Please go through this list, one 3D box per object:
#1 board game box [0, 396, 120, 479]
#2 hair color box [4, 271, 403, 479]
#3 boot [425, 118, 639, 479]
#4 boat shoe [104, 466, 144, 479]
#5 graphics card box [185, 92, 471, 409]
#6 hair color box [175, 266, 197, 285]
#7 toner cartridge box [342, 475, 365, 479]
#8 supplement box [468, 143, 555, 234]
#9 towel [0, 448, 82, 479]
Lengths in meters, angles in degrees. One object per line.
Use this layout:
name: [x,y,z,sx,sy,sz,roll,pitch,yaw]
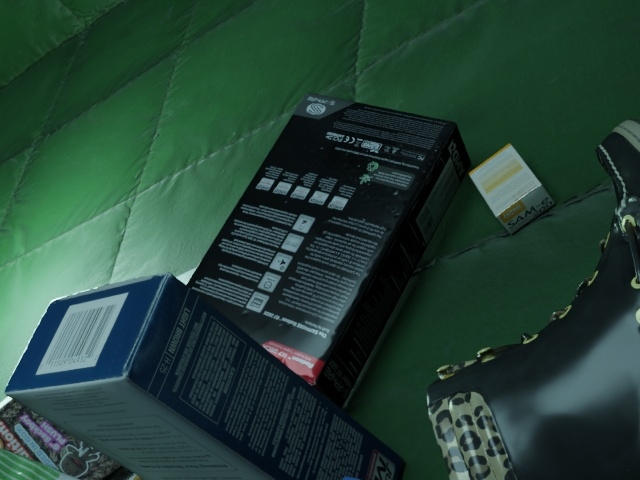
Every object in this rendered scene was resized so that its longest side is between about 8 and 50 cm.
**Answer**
board game box: [-0.294,0.208,1.148,0.291,0.141,0.232,-38,6,12]
hair color box: [-0.095,0.176,0.858,0.174,0.347,0.105,-12,46,39]
boot: [0.233,0.076,0.813,0.284,0.138,0.377,-31,41,21]
boat shoe: [-0.214,0.309,1.089,0.277,0.098,0.096,-45,14,-3]
graphics card box: [0.000,0.000,1.118,0.232,0.094,0.371,16,67,33]
hair color box: [-0.137,0.071,1.287,0.167,0.053,0.093,-25,37,30]
toner cartridge box: [0.041,0.352,0.622,0.165,0.075,0.348,4,64,37]
supplement box: [0.219,-0.060,1.055,0.062,0.036,0.098,-36,34,13]
towel: [-0.291,0.351,0.943,0.324,0.038,0.248,19,46,7]
